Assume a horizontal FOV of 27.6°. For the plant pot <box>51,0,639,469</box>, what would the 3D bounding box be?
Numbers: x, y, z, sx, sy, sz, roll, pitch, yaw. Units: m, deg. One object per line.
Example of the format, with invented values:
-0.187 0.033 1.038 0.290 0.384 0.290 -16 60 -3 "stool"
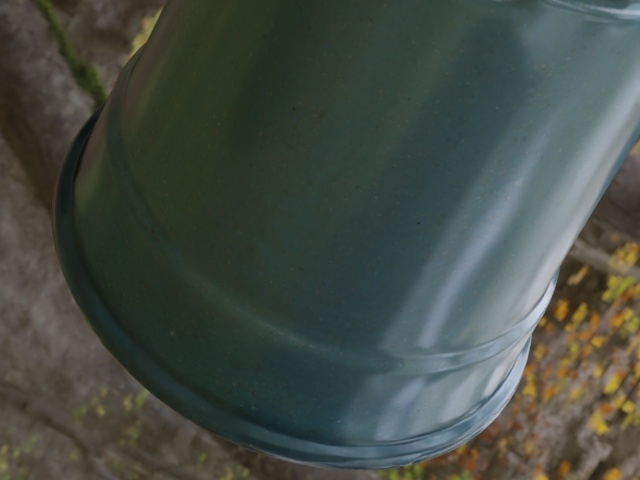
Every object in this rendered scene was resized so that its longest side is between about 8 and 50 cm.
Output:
0.043 -0.098 0.765 0.334 0.341 0.341 118 -11 -45 "plant pot"
